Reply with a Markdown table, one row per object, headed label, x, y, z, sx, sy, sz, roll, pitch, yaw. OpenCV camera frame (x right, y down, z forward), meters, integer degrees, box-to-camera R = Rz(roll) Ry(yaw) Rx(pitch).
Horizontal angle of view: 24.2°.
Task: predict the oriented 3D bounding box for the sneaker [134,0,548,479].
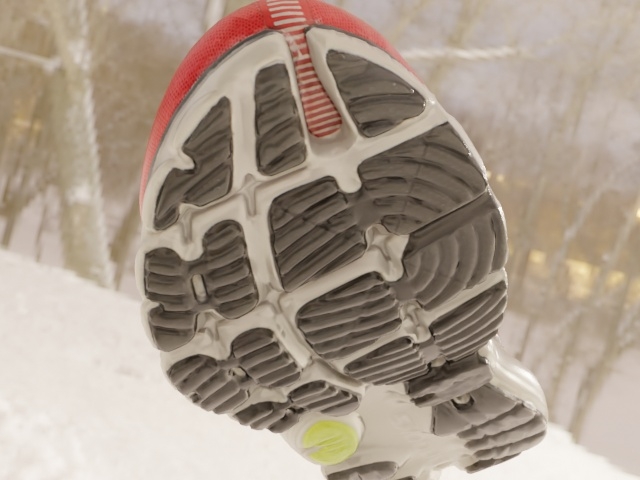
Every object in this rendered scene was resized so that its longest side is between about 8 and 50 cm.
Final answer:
| label | x | y | z | sx | sy | sz | roll | pitch | yaw |
| --- | --- | --- | --- | --- | --- | --- | --- | --- | --- |
| sneaker | 0.000 | 0.000 | 0.493 | 0.107 | 0.118 | 0.279 | -22 | -29 | 2 |
